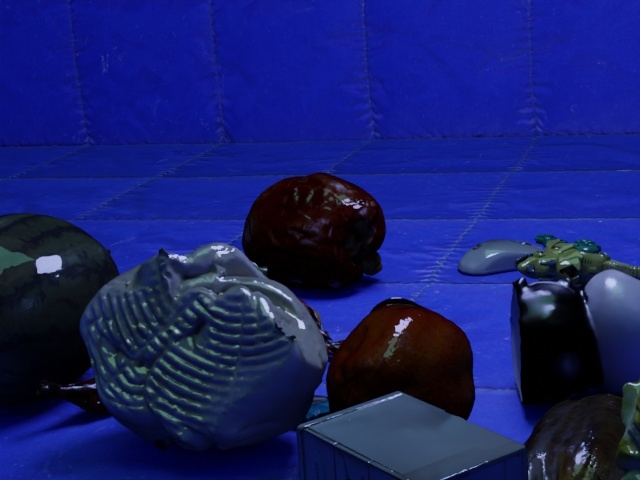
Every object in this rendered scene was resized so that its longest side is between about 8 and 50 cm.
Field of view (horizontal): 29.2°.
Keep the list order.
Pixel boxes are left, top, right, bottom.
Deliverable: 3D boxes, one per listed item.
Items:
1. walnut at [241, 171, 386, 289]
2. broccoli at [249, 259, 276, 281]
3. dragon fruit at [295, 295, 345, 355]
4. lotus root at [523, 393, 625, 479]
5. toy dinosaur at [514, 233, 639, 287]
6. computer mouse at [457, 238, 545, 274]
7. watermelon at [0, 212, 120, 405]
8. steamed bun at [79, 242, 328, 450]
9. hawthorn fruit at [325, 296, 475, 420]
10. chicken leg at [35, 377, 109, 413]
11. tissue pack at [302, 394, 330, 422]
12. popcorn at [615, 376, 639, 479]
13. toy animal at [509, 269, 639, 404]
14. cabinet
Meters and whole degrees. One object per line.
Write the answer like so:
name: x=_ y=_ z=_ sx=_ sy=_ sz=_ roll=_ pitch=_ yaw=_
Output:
walnut: x=0.000 y=0.000 z=2.287 sx=0.269 sy=0.244 sz=0.221 roll=19 pitch=65 yaw=42
broccoli: x=-0.143 y=0.164 z=1.824 sx=0.199 sy=0.177 sz=0.274 roll=16 pitch=43 yaw=5
dragon fruit: x=-0.029 y=0.141 z=1.939 sx=0.094 sy=0.094 sz=0.190 roll=-16 pitch=28 yaw=-38
lotus root: x=0.317 y=0.239 z=1.468 sx=0.167 sy=0.078 sz=0.329 roll=3 pitch=16 yaw=20
toy dinosaur: x=0.469 y=0.043 z=2.169 sx=0.259 sy=0.094 sz=0.153 roll=3 pitch=15 yaw=0
computer mouse: x=0.349 y=0.026 z=2.328 sx=0.182 sy=0.056 sz=0.089 roll=-6 pitch=19 yaw=-8
watermelon: x=-0.444 y=0.098 z=1.840 sx=0.279 sy=0.278 sz=0.359 roll=3 pitch=16 yaw=26
steamed bun: x=-0.141 y=0.154 z=1.625 sx=0.320 sy=0.275 sz=0.206 roll=33 pitch=-1 yaw=27
hawthorn fruit: x=0.089 y=0.183 z=1.538 sx=0.190 sy=0.189 sz=0.251 roll=4 pitch=21 yaw=29
chicken leg: x=-0.316 y=0.208 z=1.775 sx=0.048 sy=0.089 sz=0.219 roll=-47 pitch=-12 yaw=35
tissue pack: x=-0.027 y=0.232 z=1.698 sx=0.138 sy=0.027 sz=0.085 roll=1 pitch=12 yaw=39
popcorn: x=0.408 y=0.215 z=1.249 sx=0.204 sy=0.221 sz=0.184 roll=-3 pitch=-10 yaw=-26
toy animal: x=0.374 y=0.132 z=1.672 sx=0.235 sy=0.165 sz=0.187 roll=-9 pitch=-29 yaw=1
cabinet: x=0.093 y=0.269 z=1.279 sx=0.150 sy=0.145 sz=0.206 roll=-13 pitch=17 yaw=-33
